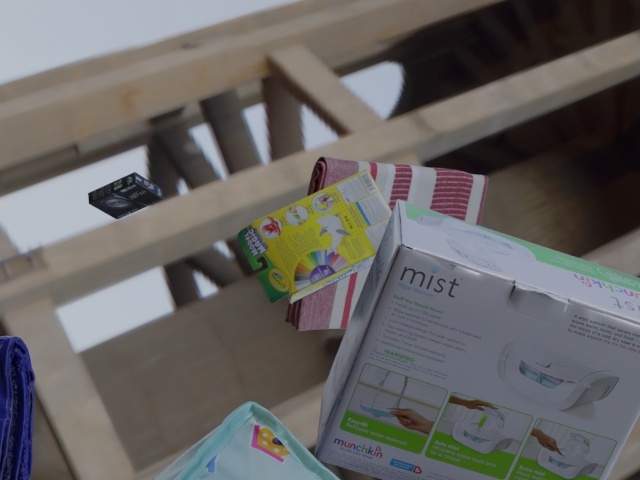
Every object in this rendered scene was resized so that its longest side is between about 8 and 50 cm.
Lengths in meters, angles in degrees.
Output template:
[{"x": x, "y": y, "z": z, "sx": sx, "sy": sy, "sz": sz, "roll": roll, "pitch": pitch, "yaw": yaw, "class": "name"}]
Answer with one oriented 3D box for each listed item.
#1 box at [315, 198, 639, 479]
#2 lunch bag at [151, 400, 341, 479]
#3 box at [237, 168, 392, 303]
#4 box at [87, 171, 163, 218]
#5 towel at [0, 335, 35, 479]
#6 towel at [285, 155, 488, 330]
[{"x": 0.154, "y": 0.119, "z": 1.109, "sx": 0.127, "sy": 0.261, "sz": 0.231, "roll": -85, "pitch": -167, "yaw": -69, "class": "box"}, {"x": -0.090, "y": 0.247, "z": 0.637, "sx": 0.160, "sy": 0.262, "sz": 0.223, "roll": 39, "pitch": -62, "yaw": 1, "class": "lunch bag"}, {"x": 0.000, "y": 0.000, "z": 1.421, "sx": 0.105, "sy": 0.179, "sz": 0.043, "roll": 62, "pitch": -13, "yaw": 18, "class": "box"}, {"x": -0.275, "y": -0.063, "z": 1.691, "sx": 0.067, "sy": 0.083, "sz": 0.018, "roll": 36, "pitch": 38, "yaw": -55, "class": "box"}, {"x": -0.507, "y": 0.253, "z": 1.578, "sx": 0.308, "sy": 0.076, "sz": 0.228, "roll": -9, "pitch": -111, "yaw": 27, "class": "towel"}, {"x": 0.099, "y": 0.008, "z": 1.696, "sx": 0.037, "sy": 0.329, "sz": 0.237, "roll": 22, "pitch": -75, "yaw": 47, "class": "towel"}]
